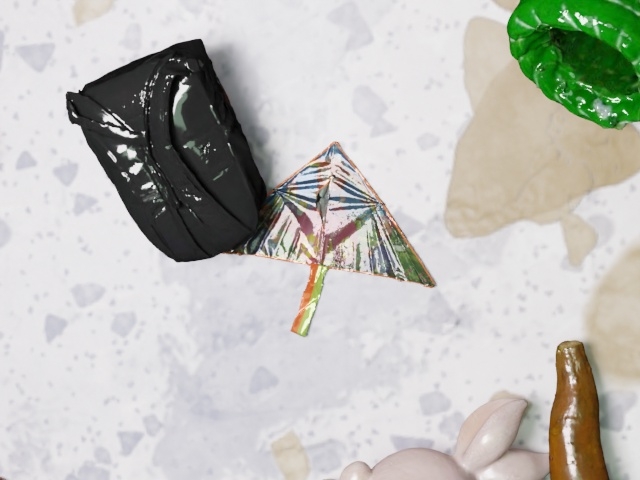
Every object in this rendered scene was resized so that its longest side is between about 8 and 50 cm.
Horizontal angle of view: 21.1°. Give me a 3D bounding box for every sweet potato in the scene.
[{"bbox_3d":[0.205,0.209,1.326,0.057,0.057,0.264,-7,96,11],"label":"sweet potato"}]

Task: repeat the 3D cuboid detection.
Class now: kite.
[{"bbox_3d":[0.000,0.000,1.365,0.190,0.010,0.159,8,98,11],"label":"kite"}]

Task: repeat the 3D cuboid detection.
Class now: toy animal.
[{"bbox_3d":[0.079,0.204,1.320,0.212,0.124,0.124,-34,89,16],"label":"toy animal"}]

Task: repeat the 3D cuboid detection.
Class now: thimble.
[{"bbox_3d":[0.208,-0.149,1.251,0.118,0.090,0.130,-5,135,47],"label":"thimble"}]

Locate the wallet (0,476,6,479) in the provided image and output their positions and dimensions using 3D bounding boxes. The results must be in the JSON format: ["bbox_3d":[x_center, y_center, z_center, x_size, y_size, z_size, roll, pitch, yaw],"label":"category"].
[{"bbox_3d":[-0.333,0.302,1.456,0.119,0.025,0.232,10,99,9],"label":"wallet"}]

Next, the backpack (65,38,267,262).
[{"bbox_3d":[-0.110,-0.069,1.332,0.120,0.106,0.165,-15,113,21],"label":"backpack"}]
